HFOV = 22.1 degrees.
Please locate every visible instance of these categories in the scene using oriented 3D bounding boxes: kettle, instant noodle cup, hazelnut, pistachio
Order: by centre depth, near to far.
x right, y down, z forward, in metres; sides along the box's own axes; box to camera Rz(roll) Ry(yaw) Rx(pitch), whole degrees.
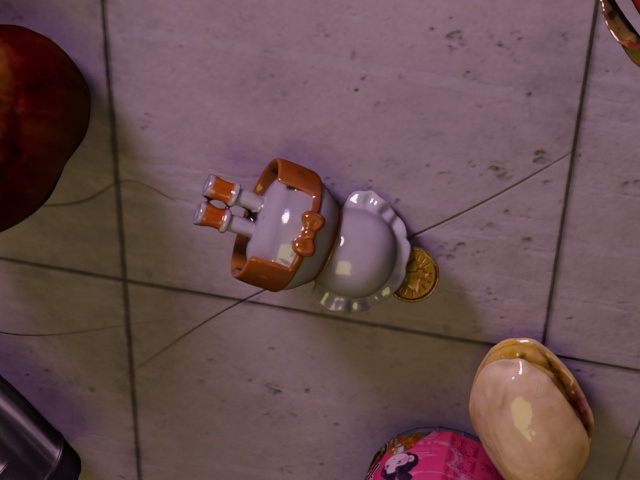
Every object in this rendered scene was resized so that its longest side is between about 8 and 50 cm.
[{"bbox_3d":[-0.351,-0.108,1.723,0.217,0.217,0.251,37,107,-16],"label":"hazelnut"},{"bbox_3d":[0.234,0.208,1.867,0.145,0.117,0.200,-7,127,28],"label":"pistachio"},{"bbox_3d":[0.138,0.343,1.970,0.302,0.181,0.258,-4,128,20],"label":"instant noodle cup"},{"bbox_3d":[-0.507,0.234,2.078,0.324,0.228,0.321,52,156,-20],"label":"kettle"}]

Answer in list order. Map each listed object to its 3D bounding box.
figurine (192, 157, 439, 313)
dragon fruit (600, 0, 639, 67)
[{"bbox_3d":[-0.001,0.000,1.750,0.271,0.143,0.143,20,133,2],"label":"figurine"},{"bbox_3d":[0.331,-0.276,1.331,0.226,0.305,0.305,26,140,34],"label":"dragon fruit"}]
